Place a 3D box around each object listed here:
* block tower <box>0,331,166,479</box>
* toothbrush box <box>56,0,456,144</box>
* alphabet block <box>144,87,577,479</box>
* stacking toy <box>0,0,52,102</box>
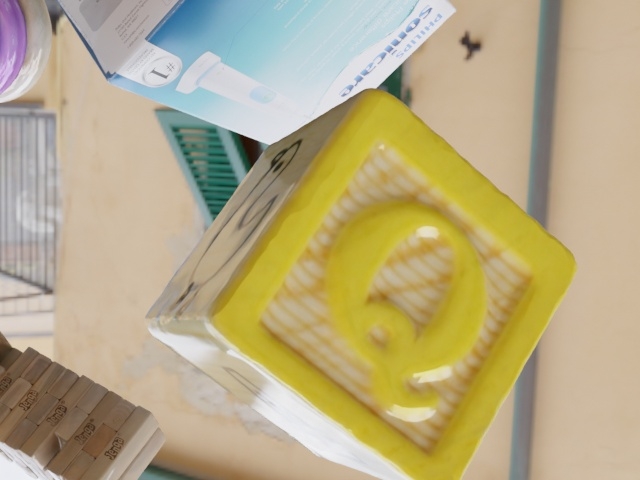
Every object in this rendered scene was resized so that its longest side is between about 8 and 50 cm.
[{"bbox_3d":[-0.311,0.150,0.877,0.336,0.091,0.097,24,-121,23],"label":"block tower"},{"bbox_3d":[-0.044,-0.211,0.789,0.296,0.216,0.126,13,-142,-58],"label":"toothbrush box"},{"bbox_3d":[0.019,0.039,0.632,0.193,0.192,0.197,37,162,-15],"label":"alphabet block"},{"bbox_3d":[-0.370,-0.168,0.734,0.141,0.141,0.330,5,-165,18],"label":"stacking toy"}]
